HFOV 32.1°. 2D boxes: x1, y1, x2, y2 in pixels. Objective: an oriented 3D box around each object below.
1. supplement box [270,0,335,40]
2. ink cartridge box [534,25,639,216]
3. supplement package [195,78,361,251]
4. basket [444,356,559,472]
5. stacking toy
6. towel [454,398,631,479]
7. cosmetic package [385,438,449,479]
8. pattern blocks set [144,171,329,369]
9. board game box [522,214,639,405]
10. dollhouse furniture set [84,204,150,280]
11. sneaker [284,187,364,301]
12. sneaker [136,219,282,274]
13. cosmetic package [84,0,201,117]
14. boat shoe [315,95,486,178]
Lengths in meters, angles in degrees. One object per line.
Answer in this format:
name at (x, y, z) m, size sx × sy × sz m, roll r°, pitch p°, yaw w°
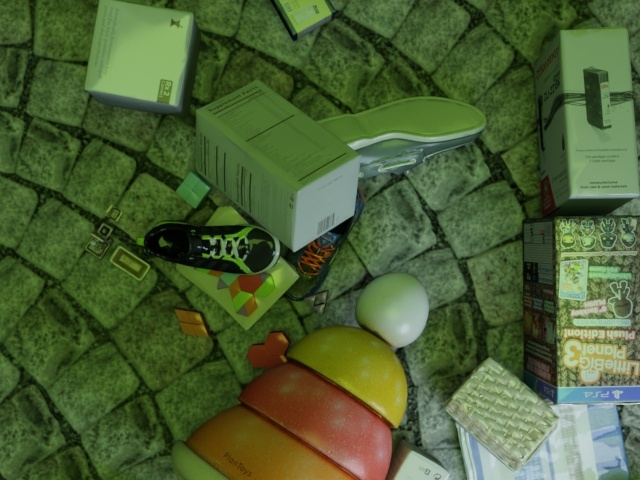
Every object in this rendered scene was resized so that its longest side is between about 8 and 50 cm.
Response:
supplement box at (-0.030, -0.396, 1.872) m, size 0.083 × 0.056 × 0.083 m, roll -29°, pitch 91°, yaw -2°
ink cartridge box at (0.427, -0.188, 1.802) m, size 0.114 × 0.197 × 0.273 m, roll -1°, pitch 82°, yaw -2°
supplement package at (-0.071, -0.123, 1.762) m, size 0.139 × 0.134 × 0.244 m, roll -31°, pitch 56°, yaw -31°
basket at (0.300, 0.283, 1.825) m, size 0.167 × 0.103 × 0.113 m, roll 42°, pitch 78°, yaw 13°
stacking toy at (0.028, 0.259, 1.754) m, size 0.350 × 0.350 × 0.480 m, roll 36°, pitch 81°, yaw -1°
towel at (0.383, 0.374, 1.895) m, size 0.285 × 0.034 × 0.209 m, roll -10°, pitch 91°, yaw -2°
cosmetic package at (0.119, 0.457, 1.846) m, size 0.085 × 0.117 × 0.231 m, roll 30°, pitch 88°, yaw -1°
pattern blocks set at (-0.139, 0.049, 1.845) m, size 0.324 × 0.026 × 0.285 m, roll 30°, pitch 103°, yaw 8°
board game box at (0.420, 0.106, 1.798) m, size 0.141 × 0.232 × 0.291 m, roll -1°, pitch 91°, yaw -2°
dollhouse furniture set at (-0.330, 0.008, 1.848) m, size 0.114 × 0.081 × 0.091 m, roll 34°, pitch 89°, yaw -1°
sneaker at (0.000, 0.000, 1.857) m, size 0.083 × 0.087 × 0.221 m, roll 27°, pitch 89°, yaw -1°
sneaker at (-0.181, 0.016, 1.786) m, size 0.234 × 0.097 × 0.084 m, roll 3°, pitch 98°, yaw 13°
cosmetic package at (-0.283, -0.291, 1.800) m, size 0.151 × 0.183 × 0.151 m, roll 9°, pitch 89°, yaw -2°
boat shoe at (0.122, -0.164, 1.874) m, size 0.319 × 0.116 × 0.099 m, roll -10°, pitch 133°, yaw -9°
